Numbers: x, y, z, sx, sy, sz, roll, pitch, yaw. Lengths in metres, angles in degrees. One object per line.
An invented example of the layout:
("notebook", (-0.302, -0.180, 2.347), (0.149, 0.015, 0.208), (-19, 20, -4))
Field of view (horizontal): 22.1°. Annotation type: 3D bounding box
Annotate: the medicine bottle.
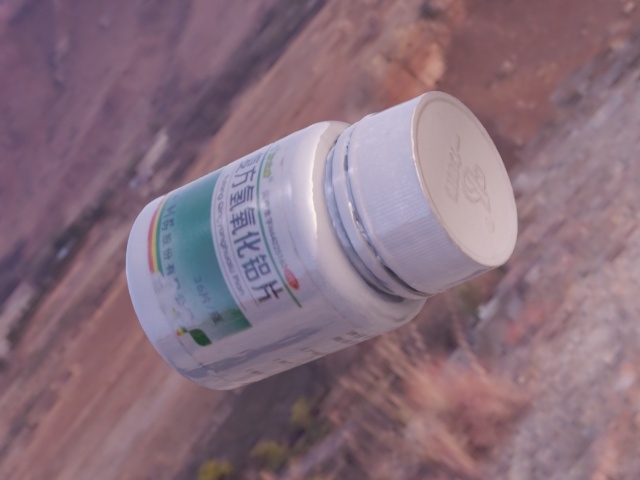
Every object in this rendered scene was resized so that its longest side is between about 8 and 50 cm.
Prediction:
("medicine bottle", (0.000, 0.000, 0.594), (0.130, 0.080, 0.080), (-24, 25, 33))
